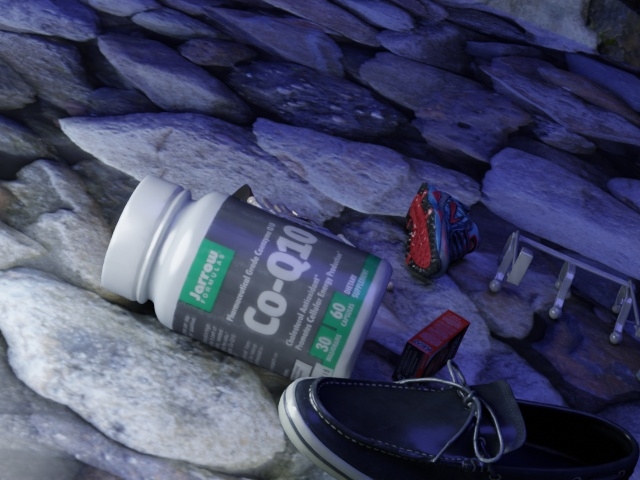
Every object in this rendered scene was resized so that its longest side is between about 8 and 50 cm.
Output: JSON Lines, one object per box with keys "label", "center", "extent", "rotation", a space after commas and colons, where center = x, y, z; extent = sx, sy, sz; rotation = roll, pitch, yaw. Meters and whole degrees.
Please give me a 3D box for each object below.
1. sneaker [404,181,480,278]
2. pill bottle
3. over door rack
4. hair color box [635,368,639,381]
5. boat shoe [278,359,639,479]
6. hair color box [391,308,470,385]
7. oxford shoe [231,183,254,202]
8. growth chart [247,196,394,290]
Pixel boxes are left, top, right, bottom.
{"label": "sneaker", "center": [0.218, -0.014, 2.287], "extent": [0.125, 0.104, 0.262], "rotation": [20, 29, -7]}
{"label": "pill bottle", "center": [-0.100, 0.056, 1.847], "extent": [0.361, 0.204, 0.204], "rotation": [22, 28, 3]}
{"label": "over door rack", "center": [0.404, 0.086, 2.202], "extent": [0.239, 0.108, 0.324], "rotation": [23, 8, 2]}
{"label": "hair color box", "center": [0.665, 0.286, 2.054], "extent": [0.185, 0.113, 0.374], "rotation": [6, 31, -26]}
{"label": "boat shoe", "center": [0.186, 0.248, 1.717], "extent": [0.500, 0.156, 0.187], "rotation": [17, 31, -18]}
{"label": "hair color box", "center": [0.163, 0.160, 1.980], "extent": [0.043, 0.072, 0.141], "rotation": [32, 31, 19]}
{"label": "oxford shoe", "center": [-0.117, -0.016, 2.122], "extent": [0.076, 0.076, 0.212], "rotation": [40, 21, -25]}
{"label": "growth chart", "center": [0.000, 0.000, 2.127], "extent": [0.237, 0.021, 0.172], "rotation": [21, 18, -46]}
